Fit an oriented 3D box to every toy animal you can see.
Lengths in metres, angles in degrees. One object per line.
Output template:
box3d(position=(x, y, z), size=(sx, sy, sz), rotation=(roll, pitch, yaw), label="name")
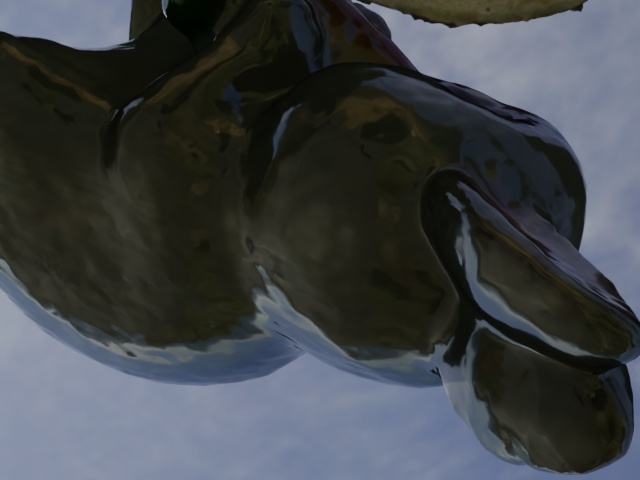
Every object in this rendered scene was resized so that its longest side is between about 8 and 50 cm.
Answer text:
box3d(position=(0.003, -0.005, 0.448), size=(0.236, 0.108, 0.138), rotation=(23, -54, 36), label="toy animal")

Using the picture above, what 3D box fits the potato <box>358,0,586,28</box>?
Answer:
box3d(position=(0.076, -0.215, 0.925), size=(0.202, 0.117, 0.182), rotation=(3, -63, 3), label="potato")
